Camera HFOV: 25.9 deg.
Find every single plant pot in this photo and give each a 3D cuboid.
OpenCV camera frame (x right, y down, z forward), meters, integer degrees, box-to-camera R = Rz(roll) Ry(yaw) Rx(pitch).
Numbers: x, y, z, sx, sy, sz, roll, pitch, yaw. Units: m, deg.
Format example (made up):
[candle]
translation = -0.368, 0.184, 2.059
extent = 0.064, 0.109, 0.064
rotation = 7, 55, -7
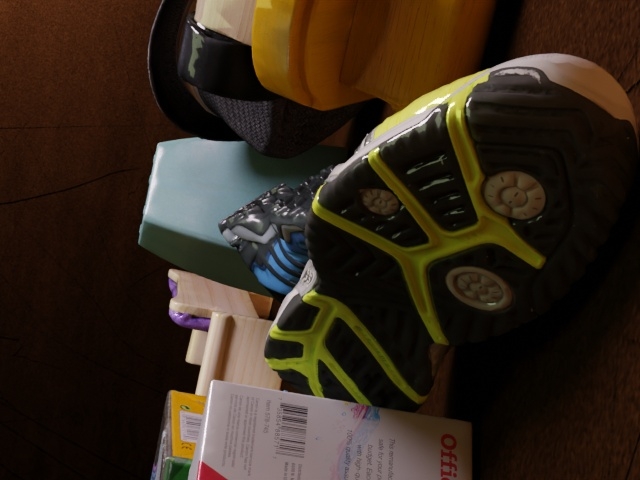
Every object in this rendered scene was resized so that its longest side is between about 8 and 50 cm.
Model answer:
[plant pot]
translation = -0.104, -0.034, 1.751
extent = 0.165, 0.234, 0.166
rotation = 120, 159, -69

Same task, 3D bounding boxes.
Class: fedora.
[fedora]
translation = -0.029, -0.213, 1.561
extent = 0.152, 0.334, 0.334
rotation = 54, 141, 37

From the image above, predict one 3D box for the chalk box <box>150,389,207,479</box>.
[chalk box]
translation = -0.093, 0.325, 1.389
extent = 0.180, 0.179, 0.289
rotation = -109, 30, -73

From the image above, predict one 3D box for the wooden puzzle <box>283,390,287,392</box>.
[wooden puzzle]
translation = -0.054, 0.245, 1.832
extent = 0.116, 0.014, 0.079
rotation = 117, 158, -65

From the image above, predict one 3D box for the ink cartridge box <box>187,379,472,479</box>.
[ink cartridge box]
translation = 0.000, 0.186, 0.896
extent = 0.127, 0.176, 0.128
rotation = 107, 172, -51

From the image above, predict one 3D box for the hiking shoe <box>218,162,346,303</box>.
[hiking shoe]
translation = 0.000, 0.000, 1.521
extent = 0.132, 0.113, 0.304
rotation = 58, 160, -10

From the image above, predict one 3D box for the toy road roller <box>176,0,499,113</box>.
[toy road roller]
translation = 0.057, -0.202, 1.141
extent = 0.329, 0.240, 0.203
rotation = -22, -49, -53

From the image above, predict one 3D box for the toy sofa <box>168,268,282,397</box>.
[toy sofa]
translation = -0.155, 0.152, 2.091
extent = 0.362, 0.177, 0.150
rotation = -135, 57, -80

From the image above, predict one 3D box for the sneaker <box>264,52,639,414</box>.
[sneaker]
translation = 0.068, -0.017, 0.838
extent = 0.147, 0.145, 0.385
rotation = -62, 7, -29
